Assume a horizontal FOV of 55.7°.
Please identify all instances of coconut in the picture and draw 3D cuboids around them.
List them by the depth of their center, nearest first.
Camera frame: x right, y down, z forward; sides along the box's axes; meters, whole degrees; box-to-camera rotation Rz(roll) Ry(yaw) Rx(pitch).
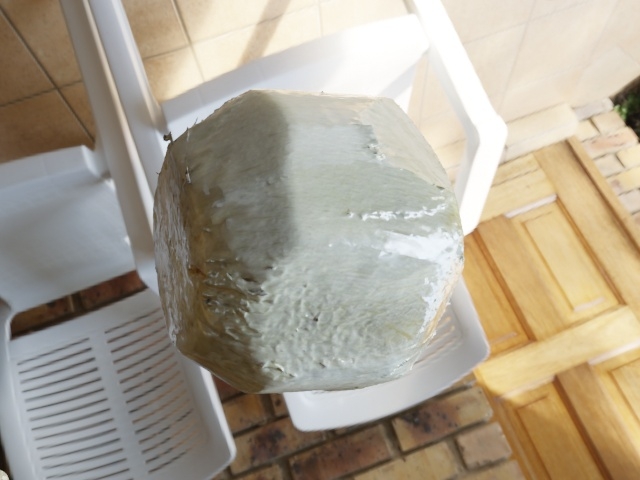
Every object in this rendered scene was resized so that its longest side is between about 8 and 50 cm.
[{"bbox_3d":[0.000,0.000,0.500,0.247,0.245,0.245,-4,149,-26],"label":"coconut"}]

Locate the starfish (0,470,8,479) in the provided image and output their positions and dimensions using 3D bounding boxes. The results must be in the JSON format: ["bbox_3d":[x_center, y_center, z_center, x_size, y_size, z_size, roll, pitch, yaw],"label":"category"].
[{"bbox_3d":[-0.182,0.195,0.243,0.247,0.138,0.050,-26,164,-18],"label":"starfish"}]
